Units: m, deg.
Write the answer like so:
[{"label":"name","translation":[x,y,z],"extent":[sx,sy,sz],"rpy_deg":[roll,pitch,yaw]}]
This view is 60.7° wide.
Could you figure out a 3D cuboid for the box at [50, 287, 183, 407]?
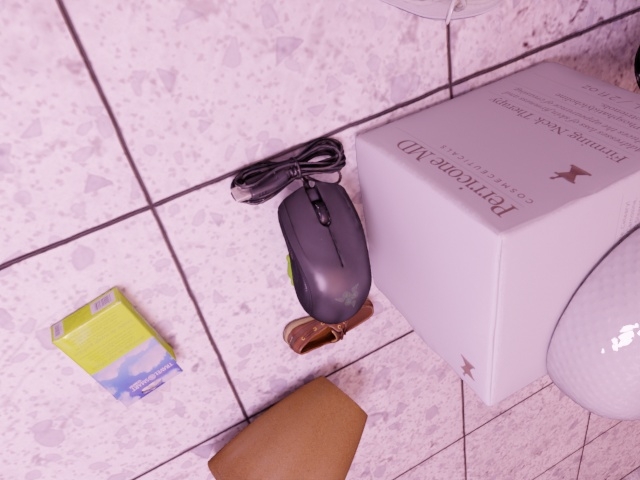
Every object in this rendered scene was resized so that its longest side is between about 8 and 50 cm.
[{"label":"box","translation":[-0.297,0.163,0.814],"extent":[0.109,0.042,0.178],"rpy_deg":[-32,130,-8]}]

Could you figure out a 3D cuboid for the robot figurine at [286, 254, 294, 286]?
[{"label":"robot figurine","translation":[-0.018,0.025,0.873],"extent":[0.101,0.067,0.115],"rpy_deg":[-27,133,-49]}]

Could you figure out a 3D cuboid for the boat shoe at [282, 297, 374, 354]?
[{"label":"boat shoe","translation":[0.023,0.158,0.986],"extent":[0.177,0.060,0.064],"rpy_deg":[-20,127,-18]}]

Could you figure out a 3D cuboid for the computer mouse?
[{"label":"computer mouse","translation":[0.000,0.000,0.792],"extent":[0.188,0.072,0.272],"rpy_deg":[-24,101,-20]}]

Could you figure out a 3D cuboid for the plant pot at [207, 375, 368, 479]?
[{"label":"plant pot","translation":[-0.037,0.386,1.015],"extent":[0.254,0.237,0.237],"rpy_deg":[-49,132,-15]}]

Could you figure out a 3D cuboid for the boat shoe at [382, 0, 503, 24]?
[{"label":"boat shoe","translation":[0.131,-0.347,0.663],"extent":[0.366,0.156,0.136],"rpy_deg":[3,118,-31]}]

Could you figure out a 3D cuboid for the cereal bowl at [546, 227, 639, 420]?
[{"label":"cereal bowl","translation":[0.492,0.126,0.757],"extent":[0.338,0.141,0.339],"rpy_deg":[-17,128,-23]}]

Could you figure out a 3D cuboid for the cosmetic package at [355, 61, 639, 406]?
[{"label":"cosmetic package","translation":[0.316,-0.031,0.859],"extent":[0.393,0.329,0.328],"rpy_deg":[-24,130,-16]}]

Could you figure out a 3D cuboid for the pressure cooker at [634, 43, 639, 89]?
[{"label":"pressure cooker","translation":[0.679,-0.340,0.766],"extent":[0.369,0.420,0.376],"rpy_deg":[-6,94,-34]}]
